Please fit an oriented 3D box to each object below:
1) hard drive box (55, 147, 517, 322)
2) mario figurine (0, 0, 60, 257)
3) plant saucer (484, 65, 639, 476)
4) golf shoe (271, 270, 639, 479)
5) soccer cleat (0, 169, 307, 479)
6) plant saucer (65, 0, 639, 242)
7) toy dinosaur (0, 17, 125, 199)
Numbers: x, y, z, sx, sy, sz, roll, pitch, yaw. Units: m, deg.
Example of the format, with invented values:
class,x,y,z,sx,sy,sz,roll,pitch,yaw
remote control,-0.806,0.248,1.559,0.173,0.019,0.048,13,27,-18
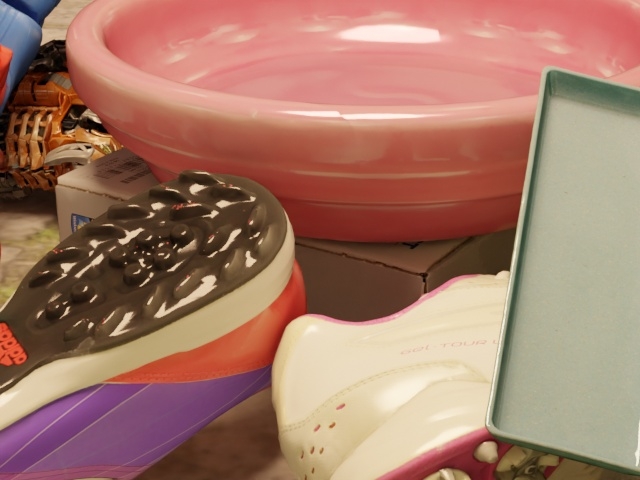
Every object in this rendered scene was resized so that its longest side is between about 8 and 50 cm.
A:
class,x,y,z,sx,sy,sz,roll,pitch,yaw
hard drive box,0.000,0.000,0.834,0.232,0.089,0.181,14,27,30
mario figurine,-0.237,-0.106,0.860,0.170,0.198,0.320,11,58,13
plant saucer,0.109,0.008,0.598,0.067,0.018,0.192,14,51,1
golf shoe,0.120,0.052,0.662,0.306,0.115,0.140,-11,38,-27
soccer cleat,-0.145,0.087,0.641,0.318,0.116,0.108,-28,44,-15
plant saucer,0.032,-0.083,0.810,0.332,0.084,0.332,-1,23,0
toy dinosaur,-0.219,-0.110,1.035,0.322,0.164,0.218,33,51,17
